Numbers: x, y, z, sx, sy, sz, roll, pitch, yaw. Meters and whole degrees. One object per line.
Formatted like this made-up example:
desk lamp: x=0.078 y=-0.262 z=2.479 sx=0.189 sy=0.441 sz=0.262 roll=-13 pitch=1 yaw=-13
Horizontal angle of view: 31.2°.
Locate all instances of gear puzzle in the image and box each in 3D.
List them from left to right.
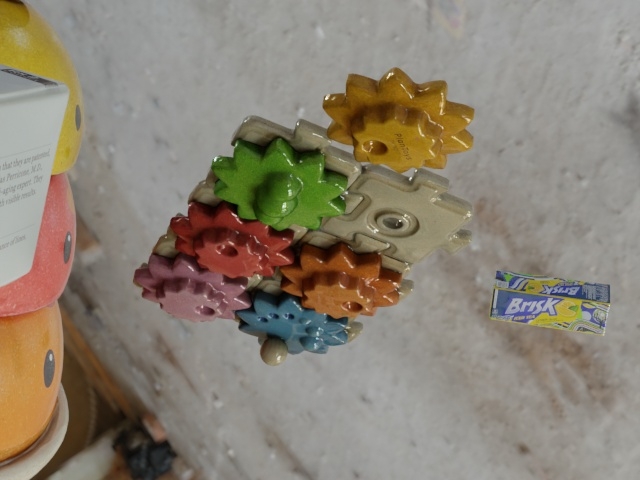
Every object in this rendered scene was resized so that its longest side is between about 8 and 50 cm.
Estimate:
gear puzzle: x=0.000 y=0.000 z=0.735 sx=0.175 sy=0.044 sz=0.339 roll=21 pitch=146 yaw=-16

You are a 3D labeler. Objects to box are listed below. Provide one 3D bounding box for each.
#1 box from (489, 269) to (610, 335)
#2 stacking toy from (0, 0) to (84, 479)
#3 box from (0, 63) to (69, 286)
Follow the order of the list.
box: x=0.335 y=0.090 z=1.678 sx=0.168 sy=0.054 sz=0.059 roll=8 pitch=121 yaw=10
stacking toy: x=-0.288 y=-0.074 z=0.850 sx=0.350 sy=0.350 sz=0.480 roll=38 pitch=110 yaw=37
box: x=-0.257 y=-0.043 z=0.590 sx=0.180 sy=0.182 sz=0.119 roll=17 pitch=105 yaw=10
